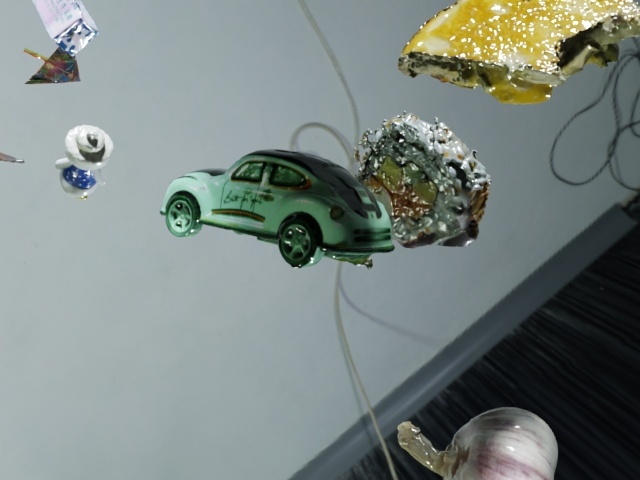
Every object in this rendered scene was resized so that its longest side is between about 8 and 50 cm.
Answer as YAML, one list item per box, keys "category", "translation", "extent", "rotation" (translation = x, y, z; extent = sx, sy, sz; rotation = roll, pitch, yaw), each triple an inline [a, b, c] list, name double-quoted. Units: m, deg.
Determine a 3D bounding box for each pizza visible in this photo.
- category: "pizza"
  translation: [0.269, -0.258, 0.829]
  extent: [0.323, 0.223, 0.089]
  rotation: [-32, 141, -13]

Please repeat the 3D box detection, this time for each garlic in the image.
- category: "garlic"
  translation: [0.238, 0.361, 1.048]
  extent: [0.253, 0.245, 0.245]
  rotation: [25, 100, 12]

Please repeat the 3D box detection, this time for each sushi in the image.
- category: "sushi"
  translation: [0.264, -0.160, 1.768]
  extent: [0.176, 0.417, 0.417]
  rotation: [-44, 123, -38]

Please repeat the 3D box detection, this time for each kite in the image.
- category: "kite"
  translation: [-0.693, -0.457, 1.701]
  extent: [0.190, 0.010, 0.159]
  rotation: [-39, 140, 17]

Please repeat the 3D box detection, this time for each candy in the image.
- category: "candy"
  translation: [-0.560, -0.497, 1.434]
  extent: [0.092, 0.160, 0.073]
  rotation: [-35, 161, 8]

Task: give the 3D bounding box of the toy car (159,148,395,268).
- category: "toy car"
  translation: [-0.056, -0.048, 0.786]
  extent: [0.136, 0.306, 0.125]
  rotation: [-3, 105, -56]

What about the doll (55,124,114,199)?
- category: "doll"
  translation: [-0.626, -0.203, 1.729]
  extent: [0.138, 0.293, 0.119]
  rotation: [24, 55, -15]

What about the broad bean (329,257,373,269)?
- category: "broad bean"
  translation: [0.000, 0.000, 1.118]
  extent: [0.213, 0.048, 0.070]
  rotation: [23, 124, -21]

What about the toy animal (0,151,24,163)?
- category: "toy animal"
  translation: [-0.821, -0.184, 1.397]
  extent: [0.302, 0.284, 0.225]
  rotation: [-10, 128, -5]
